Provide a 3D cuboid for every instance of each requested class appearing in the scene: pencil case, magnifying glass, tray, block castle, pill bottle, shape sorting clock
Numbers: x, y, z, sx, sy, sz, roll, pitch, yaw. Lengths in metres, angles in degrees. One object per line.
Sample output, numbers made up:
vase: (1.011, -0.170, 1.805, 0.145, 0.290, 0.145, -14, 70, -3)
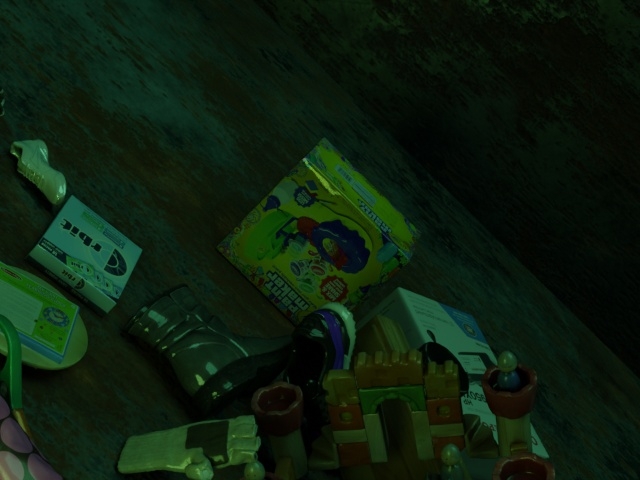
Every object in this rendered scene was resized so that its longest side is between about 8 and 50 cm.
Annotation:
pencil case: (-0.394, 0.251, 1.235, 0.209, 0.095, 0.098, 51, 16, 7)
magnifying glass: (-0.407, 0.201, 1.316, 0.026, 0.092, 0.231, 10, 52, -60)
tray: (0.119, 0.352, 1.795, 0.076, 0.203, 0.411, 24, 31, -41)
block castle: (0.110, 0.320, 1.515, 0.303, 0.453, 0.213, -80, 162, -60)
pill bottle: (0.168, 0.303, 1.938, 0.123, 0.219, 0.123, 37, 25, -21)
shape sorting clock: (-0.429, 0.109, 1.465, 0.206, 0.040, 0.206, 34, 25, -18)

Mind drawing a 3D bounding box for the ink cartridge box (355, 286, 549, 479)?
ink cartridge box: (0.270, 0.324, 2.147, 0.285, 0.166, 0.395, 22, 33, -43)

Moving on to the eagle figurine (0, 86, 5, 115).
eagle figurine: (-0.600, -0.159, 1.413, 0.298, 0.226, 0.225, 24, 64, -10)

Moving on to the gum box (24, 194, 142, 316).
gum box: (-0.387, 0.023, 1.681, 0.157, 0.041, 0.184, 40, 24, -15)

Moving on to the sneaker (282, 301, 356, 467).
sneaker: (-0.009, 0.263, 1.734, 0.146, 0.102, 0.293, -22, 110, -57)

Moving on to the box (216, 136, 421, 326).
box: (0.000, 0.000, 2.075, 0.290, 0.279, 0.177, 44, 23, -4)

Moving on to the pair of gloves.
pair of gloves: (-0.178, 0.330, 1.370, 0.240, 0.204, 0.042, -97, 172, -60)

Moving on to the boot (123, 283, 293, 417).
boot: (-0.171, 0.159, 1.745, 0.223, 0.118, 0.338, 46, 18, 13)

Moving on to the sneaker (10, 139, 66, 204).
sneaker: (-0.486, -0.115, 1.738, 0.061, 0.054, 0.152, 0, 44, -48)
